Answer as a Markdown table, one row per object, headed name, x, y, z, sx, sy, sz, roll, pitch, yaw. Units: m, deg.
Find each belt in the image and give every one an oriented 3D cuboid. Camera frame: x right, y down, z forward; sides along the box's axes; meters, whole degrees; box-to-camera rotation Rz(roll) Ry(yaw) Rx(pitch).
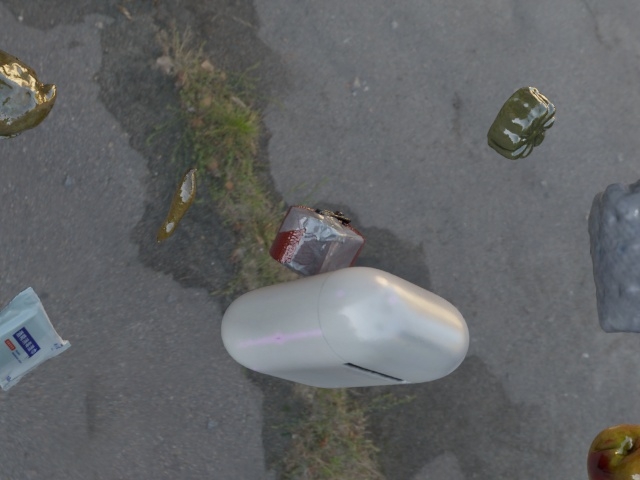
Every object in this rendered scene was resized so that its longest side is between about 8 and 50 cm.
| name | x | y | z | sx | sy | sz | roll | pitch | yaw |
| --- | --- | --- | --- | --- | --- | --- | --- | --- | --- |
| belt | 0.000 | 0.000 | 1.274 | 0.201 | 0.128 | 0.124 | 12 | 107 | -60 |

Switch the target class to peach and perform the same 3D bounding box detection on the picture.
| name | x | y | z | sx | sy | sz | roll | pitch | yaw |
| --- | --- | --- | --- | --- | --- | --- | --- | --- | --- |
| peach | 0.440 | 0.328 | 0.967 | 0.138 | 0.138 | 0.138 | 6 | 76 | -26 |

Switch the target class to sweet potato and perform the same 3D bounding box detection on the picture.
| name | x | y | z | sx | sy | sz | roll | pitch | yaw |
| --- | --- | --- | --- | --- | --- | --- | --- | --- | --- |
| sweet potato | -0.341 | -0.142 | 0.534 | 0.273 | 0.075 | 0.075 | 19 | 69 | 0 |
| sweet potato | -0.171 | -0.036 | 0.831 | 0.026 | 0.115 | 0.026 | 26 | 25 | -13 |

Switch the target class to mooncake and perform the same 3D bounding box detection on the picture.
| name | x | y | z | sx | sy | sz | roll | pitch | yaw |
| --- | --- | --- | --- | --- | --- | --- | --- | --- | --- |
| mooncake | 0.209 | -0.173 | 0.442 | 0.150 | 0.347 | 0.057 | -39 | 79 | -18 |

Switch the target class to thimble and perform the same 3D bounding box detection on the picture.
| name | x | y | z | sx | sy | sz | roll | pitch | yaw |
| --- | --- | --- | --- | --- | --- | --- | --- | --- | --- |
| thimble | 0.405 | 0.008 | 0.709 | 0.217 | 0.245 | 0.157 | 12 | 72 | -68 |

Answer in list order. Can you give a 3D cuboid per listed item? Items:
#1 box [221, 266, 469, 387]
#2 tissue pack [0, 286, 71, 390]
| name | x | y | z | sx | sy | sz | roll | pitch | yaw |
| --- | --- | --- | --- | --- | --- | --- | --- | --- | --- |
| box | 0.034 | 0.148 | 1.101 | 0.288 | 0.349 | 0.141 | 26 | 60 | -40 |
| tissue pack | -0.462 | 0.156 | 1.065 | 0.122 | 0.193 | 0.026 | -38 | 66 | -22 |
